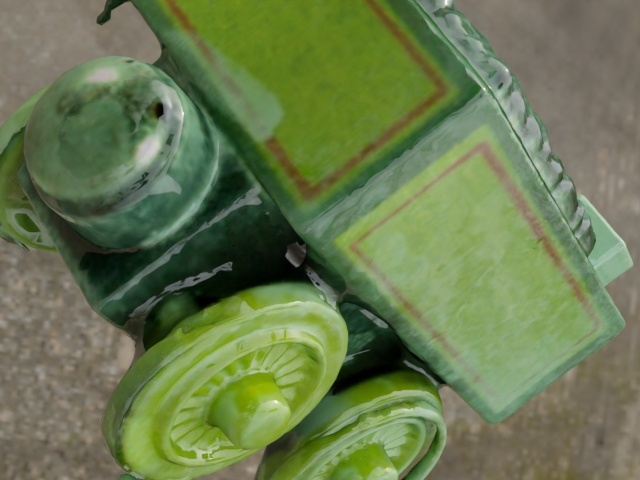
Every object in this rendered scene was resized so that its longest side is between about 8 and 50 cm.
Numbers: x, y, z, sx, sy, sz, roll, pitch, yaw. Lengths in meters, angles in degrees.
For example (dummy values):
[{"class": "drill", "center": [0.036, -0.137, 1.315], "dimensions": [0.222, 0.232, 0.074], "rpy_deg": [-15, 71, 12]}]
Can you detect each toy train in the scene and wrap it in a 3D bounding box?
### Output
[{"class": "toy train", "center": [0.000, 0.000, 0.549], "dimensions": [0.188, 0.159, 0.272], "rpy_deg": [-38, 148, 3]}]
